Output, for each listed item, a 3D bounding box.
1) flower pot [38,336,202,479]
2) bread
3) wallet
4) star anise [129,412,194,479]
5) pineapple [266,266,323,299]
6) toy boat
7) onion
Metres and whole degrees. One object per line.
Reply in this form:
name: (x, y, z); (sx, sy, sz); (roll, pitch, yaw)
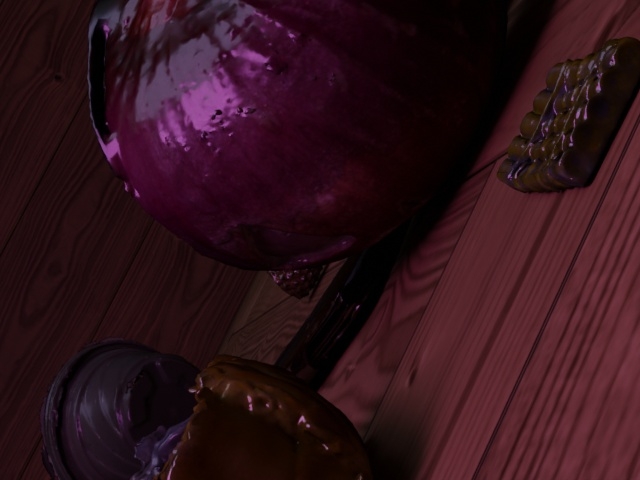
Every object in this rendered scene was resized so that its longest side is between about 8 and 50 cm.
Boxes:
flower pot: (-0.216, 0.222, 1.732); (0.140, 0.235, 0.235); (-25, 32, 47)
bread: (-0.045, 0.144, 0.631); (0.181, 0.096, 0.222); (-63, 2, 1)
wallet: (-0.001, 0.070, 1.037); (0.232, 0.031, 0.122); (-56, 4, 48)
star anise: (-0.173, 0.276, 1.446); (0.229, 0.093, 0.236); (-63, 2, 3)
pineapple: (0.000, 0.000, 1.427); (0.124, 0.058, 0.058); (-49, 6, 6)
toy boat: (0.102, -0.050, 0.577); (0.063, 0.016, 0.115); (-63, 4, -1)
onion: (0.001, -0.124, 0.868); (0.230, 0.256, 0.272); (-29, -17, 30)
